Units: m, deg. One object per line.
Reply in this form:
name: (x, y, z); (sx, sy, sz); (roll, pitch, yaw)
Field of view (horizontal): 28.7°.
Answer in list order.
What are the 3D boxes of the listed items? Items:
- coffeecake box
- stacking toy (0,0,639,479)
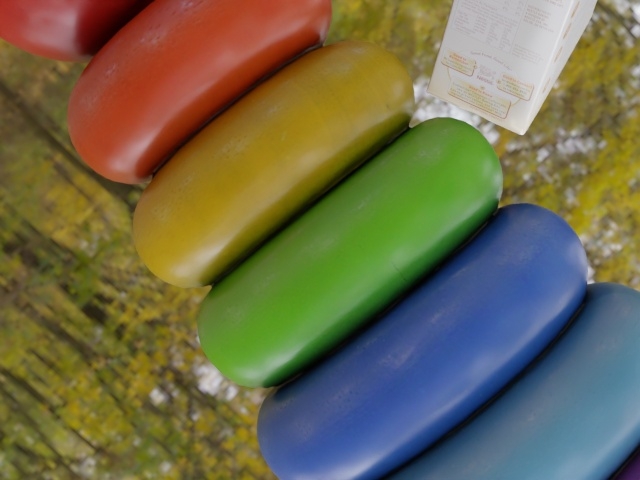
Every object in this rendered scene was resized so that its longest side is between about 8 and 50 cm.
coffeecake box: (0.134, -0.179, 0.713); (0.142, 0.068, 0.185); (-55, 166, -41)
stacking toy: (0.000, 0.000, 0.372); (0.141, 0.330, 0.141); (-40, -179, 1)
